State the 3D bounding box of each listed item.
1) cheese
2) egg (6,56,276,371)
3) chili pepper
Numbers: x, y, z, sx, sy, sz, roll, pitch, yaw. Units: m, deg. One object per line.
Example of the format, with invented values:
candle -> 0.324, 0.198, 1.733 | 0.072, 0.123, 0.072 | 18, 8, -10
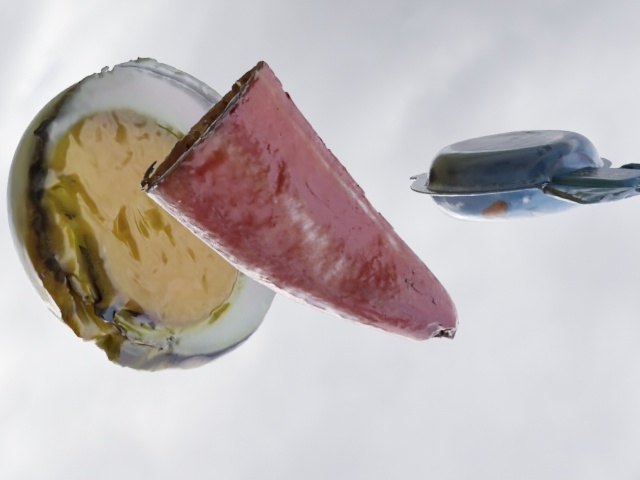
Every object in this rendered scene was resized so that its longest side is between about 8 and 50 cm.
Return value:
cheese -> 0.151, -0.043, 1.342 | 0.135, 0.052, 0.244 | -16, -168, -31
egg -> -0.176, -0.003, 1.784 | 0.174, 0.264, 0.286 | -34, -117, 47
chili pepper -> 0.003, -0.004, 0.967 | 0.088, 0.169, 0.065 | -45, -167, 23
